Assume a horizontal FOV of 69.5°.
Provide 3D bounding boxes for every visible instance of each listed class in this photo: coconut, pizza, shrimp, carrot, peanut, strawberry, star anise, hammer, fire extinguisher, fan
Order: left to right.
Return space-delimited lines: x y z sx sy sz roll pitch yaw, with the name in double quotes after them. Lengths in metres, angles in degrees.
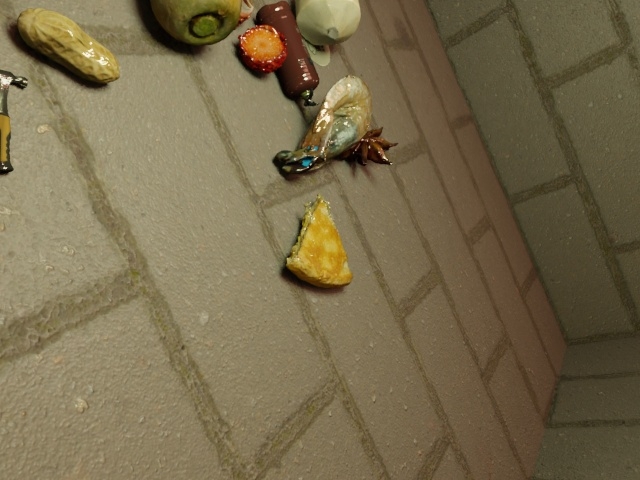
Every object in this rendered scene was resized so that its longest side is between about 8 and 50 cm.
-0.561 -0.212 0.810 0.078 0.021 0.200 8 67 -47 "hammer"
-0.490 -0.384 0.915 0.194 0.093 0.083 26 41 -38 "peanut"
-0.318 -0.660 1.132 0.224 0.224 0.340 -1 70 -50 "carrot"
-0.167 -0.555 1.347 0.145 0.086 0.145 1 84 -8 "strawberry"
-0.085 -0.561 1.432 0.114 0.135 0.337 -23 93 -9 "fire extinguisher"
-0.063 -0.705 1.615 0.329 0.009 0.190 -23 92 -52 "fan"
0.000 0.000 1.336 0.280 0.075 0.287 30 51 -43 "pizza"
0.023 -0.782 1.581 0.241 0.241 0.241 23 57 -42 "coconut"
0.032 -0.346 1.412 0.445 0.110 0.221 -48 140 -31 "shrimp"
0.139 -0.332 1.619 0.272 0.102 0.271 12 51 -15 "star anise"

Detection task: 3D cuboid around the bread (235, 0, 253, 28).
-0.268 -0.695 1.323 0.160 0.073 0.160 28 51 -42 "bread"
